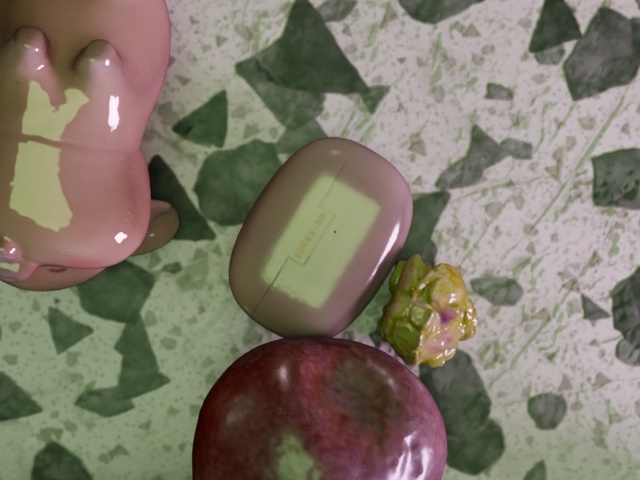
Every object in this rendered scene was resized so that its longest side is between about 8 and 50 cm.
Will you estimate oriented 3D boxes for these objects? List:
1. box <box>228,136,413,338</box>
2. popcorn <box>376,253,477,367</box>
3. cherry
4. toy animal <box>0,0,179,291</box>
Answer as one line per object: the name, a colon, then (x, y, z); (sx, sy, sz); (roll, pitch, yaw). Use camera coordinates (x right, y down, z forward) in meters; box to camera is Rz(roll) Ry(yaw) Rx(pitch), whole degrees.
box: (0.000, 0.000, 1.141); (0.146, 0.088, 0.200); (31, 90, 1)
popcorn: (0.098, 0.069, 1.140); (0.089, 0.109, 0.097); (34, 53, 29)
cherry: (-0.011, 0.206, 1.093); (0.239, 0.239, 0.206); (-25, 60, 1)
toy animal: (-0.241, -0.112, 1.086); (0.237, 0.269, 0.326); (12, 59, 0)
